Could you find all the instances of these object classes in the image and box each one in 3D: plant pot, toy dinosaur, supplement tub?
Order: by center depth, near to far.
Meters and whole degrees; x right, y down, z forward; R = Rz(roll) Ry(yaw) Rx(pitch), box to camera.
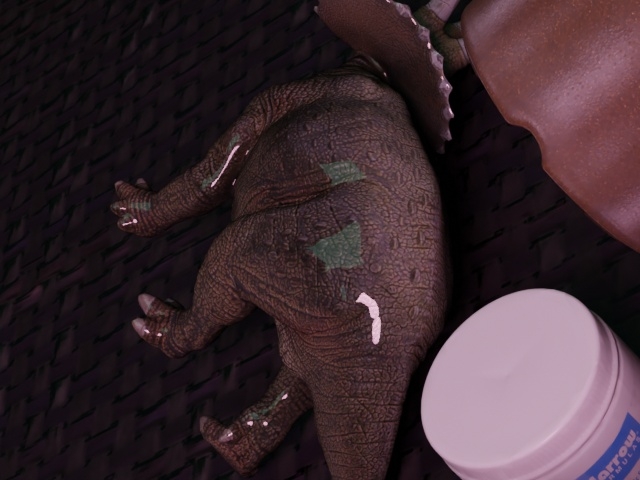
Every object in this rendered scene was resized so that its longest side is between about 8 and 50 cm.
[{"bbox_3d":[0.090,0.072,0.607,0.071,0.107,0.071,-26,42,26],"label":"supplement tub"},{"bbox_3d":[0.152,-0.089,0.664,0.165,0.167,0.167,-41,36,22],"label":"plant pot"},{"bbox_3d":[0.000,0.000,0.756,0.160,0.121,0.313,-38,31,35],"label":"toy dinosaur"}]
